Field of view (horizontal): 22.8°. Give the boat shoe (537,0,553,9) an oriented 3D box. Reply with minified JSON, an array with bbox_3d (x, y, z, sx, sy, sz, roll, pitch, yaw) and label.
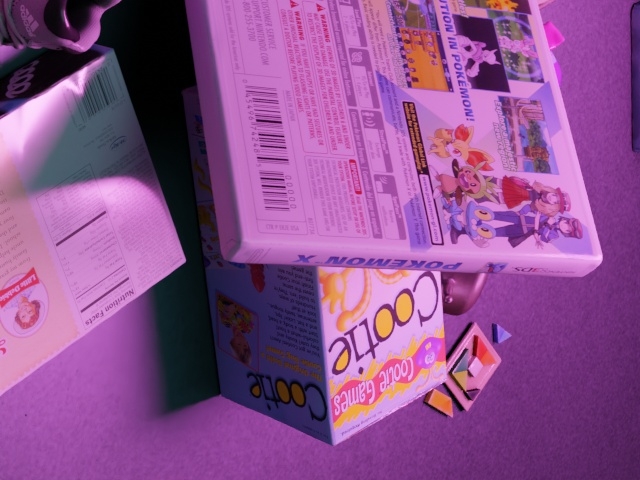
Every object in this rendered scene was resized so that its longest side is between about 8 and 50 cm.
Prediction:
[{"bbox_3d":[0.167,-0.271,1.414,0.355,0.132,0.130,-27,103,-39],"label":"boat shoe"}]

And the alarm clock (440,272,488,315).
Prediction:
[{"bbox_3d":[0.118,-0.001,1.409,0.064,0.192,0.129,13,91,-8],"label":"alarm clock"}]

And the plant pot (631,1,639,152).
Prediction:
[{"bbox_3d":[0.469,-0.171,1.658,0.165,0.234,0.166,-24,119,-38],"label":"plant pot"}]

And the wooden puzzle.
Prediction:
[{"bbox_3d":[0.151,0.128,1.586,0.116,0.014,0.078,-58,135,-16],"label":"wooden puzzle"}]

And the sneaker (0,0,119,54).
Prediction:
[{"bbox_3d":[-0.225,-0.148,1.022,0.228,0.132,0.086,-27,121,-38],"label":"sneaker"}]

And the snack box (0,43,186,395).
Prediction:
[{"bbox_3d":[-0.249,0.016,1.102,0.322,0.060,0.187,-37,126,-32],"label":"snack box"}]

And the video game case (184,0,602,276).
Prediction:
[{"bbox_3d":[0.046,-0.130,1.182,0.299,0.036,0.329,3,62,-27],"label":"video game case"}]

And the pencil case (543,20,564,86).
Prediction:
[{"bbox_3d":[0.112,-0.126,1.404,0.236,0.104,0.104,-29,122,-38],"label":"pencil case"}]

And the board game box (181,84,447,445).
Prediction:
[{"bbox_3d":[0.000,0.000,1.294,0.142,0.144,0.275,-25,120,-38],"label":"board game box"}]
